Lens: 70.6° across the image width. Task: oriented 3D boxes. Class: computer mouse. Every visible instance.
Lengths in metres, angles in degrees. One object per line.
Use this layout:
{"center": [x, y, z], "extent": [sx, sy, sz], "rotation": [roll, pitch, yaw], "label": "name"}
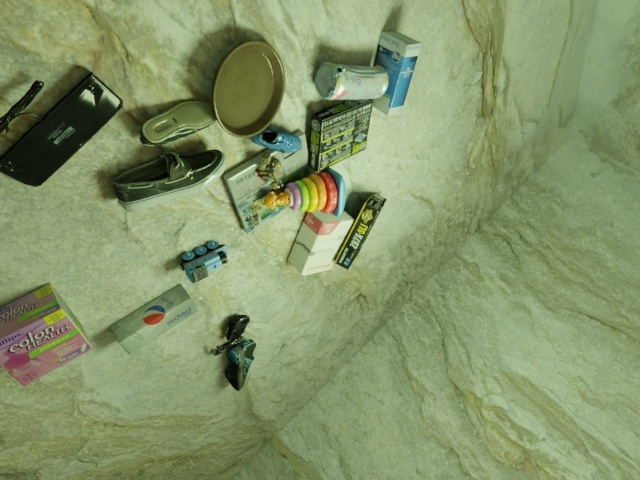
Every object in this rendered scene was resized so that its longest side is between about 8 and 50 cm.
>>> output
{"center": [-0.422, 0.424, 2.064], "extent": [0.184, 0.060, 0.262], "rotation": [-28, 155, -34], "label": "computer mouse"}

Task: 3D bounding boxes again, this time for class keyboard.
{"center": [-0.638, -0.274, 1.059], "extent": [0.317, 0.033, 0.201], "rotation": [-45, 154, -3], "label": "keyboard"}

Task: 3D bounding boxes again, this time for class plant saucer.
{"center": [-0.211, -0.437, 1.314], "extent": [0.278, 0.041, 0.277], "rotation": [-38, 144, -34], "label": "plant saucer"}

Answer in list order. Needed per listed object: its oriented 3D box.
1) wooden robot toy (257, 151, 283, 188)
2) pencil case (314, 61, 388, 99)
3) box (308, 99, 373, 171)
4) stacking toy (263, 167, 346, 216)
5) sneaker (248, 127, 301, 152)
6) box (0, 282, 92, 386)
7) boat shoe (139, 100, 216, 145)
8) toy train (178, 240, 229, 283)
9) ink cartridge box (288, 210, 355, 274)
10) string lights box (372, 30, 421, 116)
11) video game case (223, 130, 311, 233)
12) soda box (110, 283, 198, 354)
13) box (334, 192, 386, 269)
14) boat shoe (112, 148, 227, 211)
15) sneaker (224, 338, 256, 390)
{"center": [-0.169, -0.253, 1.546], "extent": [0.173, 0.076, 0.079], "rotation": [66, 36, -56], "label": "wooden robot toy"}
{"center": [0.109, -0.543, 1.539], "extent": [0.273, 0.113, 0.124], "rotation": [-15, 158, -41], "label": "pencil case"}
{"center": [0.074, -0.399, 1.682], "extent": [0.270, 0.060, 0.216], "rotation": [-32, 145, -32], "label": "box"}
{"center": [-0.072, -0.164, 1.677], "extent": [0.302, 0.166, 0.175], "rotation": [-13, 121, -27], "label": "stacking toy"}
{"center": [-0.135, -0.329, 1.497], "extent": [0.209, 0.082, 0.069], "rotation": [5, 101, -42], "label": "sneaker"}
{"center": [-0.850, 0.285, 1.356], "extent": [0.214, 0.117, 0.242], "rotation": [-30, 144, -24], "label": "box"}
{"center": [-0.393, -0.325, 1.262], "extent": [0.233, 0.084, 0.079], "rotation": [-33, -176, -32], "label": "boat shoe"}
{"center": [-0.414, 0.074, 1.634], "extent": [0.184, 0.105, 0.080], "rotation": [-27, 143, -28], "label": "toy train"}
{"center": [0.000, 0.000, 2.016], "extent": [0.207, 0.117, 0.282], "rotation": [-9, 133, -45], "label": "ink cartridge box"}
{"center": [0.257, -0.599, 1.629], "extent": [0.077, 0.133, 0.259], "rotation": [-22, 141, -33], "label": "string lights box"}
{"center": [-0.175, -0.208, 1.663], "extent": [0.329, 0.036, 0.299], "rotation": [-35, 146, -18], "label": "video game case"}
{"center": [-0.606, 0.287, 1.663], "extent": [0.286, 0.091, 0.098], "rotation": [-33, 145, -21], "label": "soda box"}
{"center": [0.190, -0.047, 2.106], "extent": [0.321, 0.079, 0.257], "rotation": [-64, 175, 22], "label": "box"}
{"center": [-0.427, -0.194, 1.304], "extent": [0.335, 0.121, 0.119], "rotation": [-30, 149, -20], "label": "boat shoe"}
{"center": [-0.390, 0.630, 2.268], "extent": [0.140, 0.125, 0.340], "rotation": [-30, 149, -40], "label": "sneaker"}
